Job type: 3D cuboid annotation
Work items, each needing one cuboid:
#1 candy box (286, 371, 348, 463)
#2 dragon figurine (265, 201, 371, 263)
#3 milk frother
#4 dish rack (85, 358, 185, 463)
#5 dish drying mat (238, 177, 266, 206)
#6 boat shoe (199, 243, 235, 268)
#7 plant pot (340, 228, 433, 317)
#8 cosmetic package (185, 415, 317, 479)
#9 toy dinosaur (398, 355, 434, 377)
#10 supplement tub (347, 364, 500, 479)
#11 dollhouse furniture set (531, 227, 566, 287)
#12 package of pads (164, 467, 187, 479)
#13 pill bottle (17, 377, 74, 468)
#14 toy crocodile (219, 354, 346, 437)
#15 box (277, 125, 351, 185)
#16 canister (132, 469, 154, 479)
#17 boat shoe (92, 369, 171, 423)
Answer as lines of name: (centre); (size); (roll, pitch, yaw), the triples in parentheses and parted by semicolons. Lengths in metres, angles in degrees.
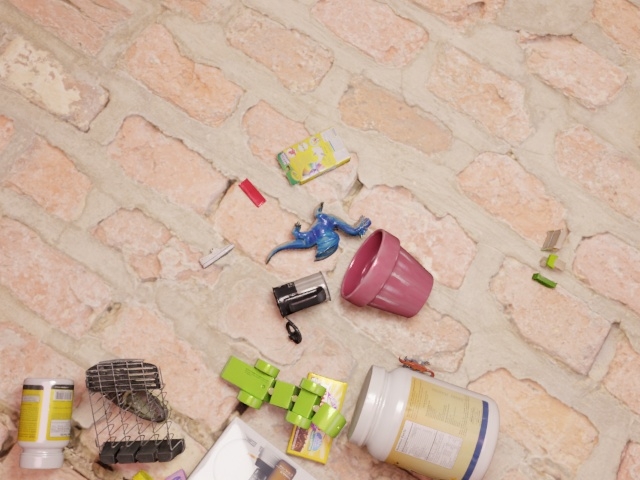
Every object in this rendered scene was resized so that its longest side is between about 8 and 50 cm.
candy box: (-0.007, 0.445, 1.849); (0.105, 0.027, 0.206); (16, 77, -1)
dragon figurine: (0.000, 0.000, 1.919); (0.289, 0.085, 0.144); (-39, 82, -11)
milk frother: (-0.037, 0.173, 1.884); (0.135, 0.129, 0.143); (-19, 122, -6)
dish rack: (-0.446, 0.404, 1.745); (0.208, 0.074, 0.271); (-5, 102, 8)
dish drying mat: (-0.183, -0.128, 1.978); (0.032, 0.008, 0.083); (-40, 81, -11)
boat shoe: (-0.272, 0.032, 1.926); (0.100, 0.035, 0.035); (-35, 84, -3)
plant pot: (0.177, 0.099, 1.862); (0.180, 0.201, 0.201); (30, 77, -11)
cosmetic package: (-0.142, 0.643, 1.716); (0.377, 0.097, 0.284); (37, 63, 2)
toy dinosaur: (0.247, 0.328, 1.870); (0.082, 0.090, 0.047); (19, 93, 33)
supplement tub: (0.243, 0.438, 1.760); (0.316, 0.228, 0.228); (19, 77, 2)
dollhouse furniture set: (0.620, 0.046, 1.950); (0.058, 0.076, 0.151); (27, 79, -10)
package of pads: (-0.341, 0.595, 1.776); (0.050, 0.083, 0.032); (-32, 126, -8)
pill bottle: (-0.663, 0.438, 1.772); (0.119, 0.119, 0.208); (2, 77, -2)
toy crocodile: (-0.094, 0.380, 1.815); (0.340, 0.105, 0.115); (20, 76, 19)
box: (-0.019, -0.224, 1.991); (0.179, 0.043, 0.105); (-26, 80, -10)
canister: (-0.449, 0.656, 1.758); (0.126, 0.073, 0.170); (44, 81, 5)
boat shoe: (-0.471, 0.378, 1.817); (0.223, 0.073, 0.080); (31, 76, 3)
